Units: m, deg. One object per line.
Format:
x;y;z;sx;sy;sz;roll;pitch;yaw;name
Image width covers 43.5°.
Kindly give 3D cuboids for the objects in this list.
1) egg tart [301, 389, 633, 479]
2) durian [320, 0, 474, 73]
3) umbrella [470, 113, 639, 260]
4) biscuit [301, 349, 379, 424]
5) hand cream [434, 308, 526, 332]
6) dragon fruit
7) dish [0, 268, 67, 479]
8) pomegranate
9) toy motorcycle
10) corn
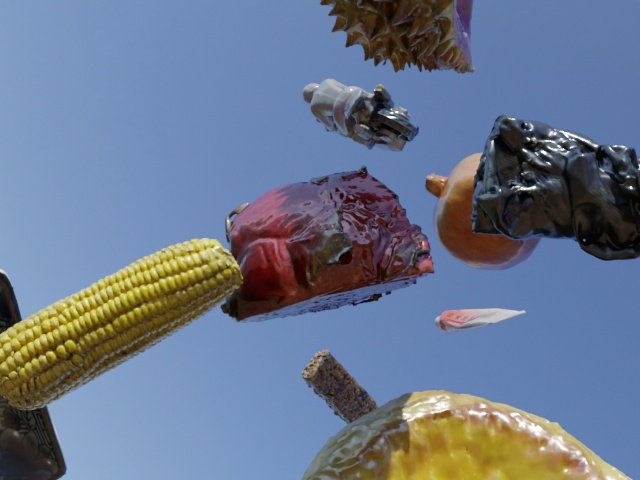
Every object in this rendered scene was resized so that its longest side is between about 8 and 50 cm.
0.113;0.254;0.591;0.319;0.319;0.128;28;-47;33;egg tart
0.076;-0.256;0.645;0.186;0.154;0.260;-132;-146;-73;durian
0.202;-0.019;0.463;0.224;0.080;0.071;12;-20;2;umbrella
0.041;0.250;1.274;0.034;0.064;0.199;9;-35;47;biscuit
0.238;0.127;1.271;0.038;0.052;0.216;46;-21;-8;hand cream
-0.001;-0.002;0.665;0.161;0.127;0.120;-18;-99;48;dragon fruit
-0.362;0.141;0.769;0.080;0.182;0.243;-134;-147;-60;dish
0.347;-0.070;1.712;0.271;0.229;0.252;18;-49;7;pomegranate
0.046;-0.173;1.098;0.152;0.073;0.225;28;0;-10;toy motorcycle
-0.156;0.060;0.610;0.072;0.203;0.072;60;-5;9;corn
